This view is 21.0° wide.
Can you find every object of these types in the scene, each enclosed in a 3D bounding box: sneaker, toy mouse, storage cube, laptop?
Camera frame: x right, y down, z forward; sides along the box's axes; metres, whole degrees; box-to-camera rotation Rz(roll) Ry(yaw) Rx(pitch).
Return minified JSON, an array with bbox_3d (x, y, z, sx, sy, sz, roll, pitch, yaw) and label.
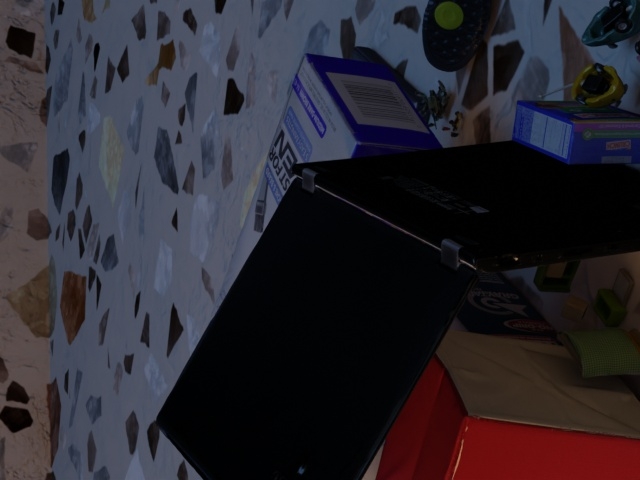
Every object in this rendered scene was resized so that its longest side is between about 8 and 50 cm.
[{"bbox_3d":[0.152,-0.281,1.809,0.082,0.069,0.209,-59,-23,-62],"label":"sneaker"},{"bbox_3d":[0.276,-0.176,1.503,0.161,0.031,0.143,13,74,60],"label":"toy mouse"},{"bbox_3d":[0.167,0.205,1.489,0.183,0.215,0.193,-115,36,-66],"label":"storage cube"},{"bbox_3d":[0.099,0.074,1.475,0.382,0.408,0.236,-148,53,-64],"label":"laptop"}]

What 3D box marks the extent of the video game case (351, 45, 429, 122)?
[{"bbox_3d":[0.053,-0.069,2.043,0.196,0.026,0.274,-128,48,-58],"label":"video game case"}]

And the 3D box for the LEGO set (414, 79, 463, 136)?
[{"bbox_3d":[0.133,-0.142,1.874,0.083,0.023,0.054,60,144,32],"label":"LEGO set"}]

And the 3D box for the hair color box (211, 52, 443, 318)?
[{"bbox_3d":[0.000,0.000,1.788,0.185,0.110,0.338,-118,40,-51],"label":"hair color box"}]

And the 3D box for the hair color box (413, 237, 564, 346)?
[{"bbox_3d":[0.125,0.113,1.741,0.347,0.105,0.173,-128,47,-57],"label":"hair color box"}]

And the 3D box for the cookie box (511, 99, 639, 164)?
[{"bbox_3d":[0.235,-0.096,1.528,0.107,0.092,0.040,-146,57,-63],"label":"cookie box"}]

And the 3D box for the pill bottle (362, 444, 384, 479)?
[{"bbox_3d":[0.054,0.419,1.702,0.229,0.229,0.407,124,143,-50],"label":"pill bottle"}]

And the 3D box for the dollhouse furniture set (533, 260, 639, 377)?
[{"bbox_3d":[0.241,0.055,1.511,0.151,0.076,0.058,-118,37,-53],"label":"dollhouse furniture set"}]
